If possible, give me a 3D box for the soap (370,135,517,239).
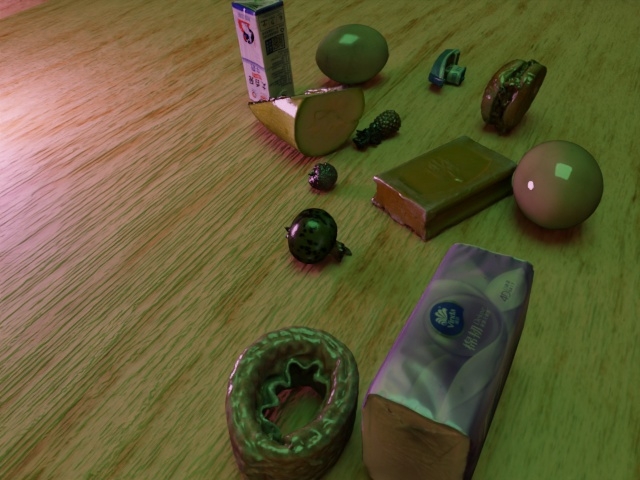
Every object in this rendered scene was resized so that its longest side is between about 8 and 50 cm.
[{"bbox_3d":[0.301,-0.137,1.328,0.315,0.091,0.199,-26,48,-24],"label":"soap"}]

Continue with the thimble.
[{"bbox_3d":[-0.041,0.257,0.847,0.196,0.148,0.229,3,44,2],"label":"thimble"}]

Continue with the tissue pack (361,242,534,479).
[{"bbox_3d":[0.197,0.194,0.835,0.160,0.242,0.338,18,44,22],"label":"tissue pack"}]

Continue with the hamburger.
[{"bbox_3d":[0.547,-0.422,1.566,0.122,0.189,0.215,31,62,23],"label":"hamburger"}]

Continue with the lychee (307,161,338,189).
[{"bbox_3d":[0.004,-0.160,1.379,0.083,0.068,0.067,0,-4,-23],"label":"lychee"}]

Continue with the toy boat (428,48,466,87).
[{"bbox_3d":[0.428,-0.560,1.809,0.102,0.088,0.215,21,45,19],"label":"toy boat"}]

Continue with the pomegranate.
[{"bbox_3d":[0.000,0.000,1.173,0.161,0.122,0.122,28,41,-11],"label":"pomegranate"}]

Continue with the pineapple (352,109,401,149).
[{"bbox_3d":[0.155,-0.309,1.549,0.159,0.074,0.074,-36,51,-24],"label":"pineapple"}]

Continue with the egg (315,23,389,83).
[{"bbox_3d":[0.104,-0.607,1.797,0.253,0.186,0.186,-10,41,-16],"label":"egg"}]

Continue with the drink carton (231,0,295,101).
[{"bbox_3d":[-0.168,-0.562,1.659,0.106,0.315,0.130,-31,49,-25],"label":"drink carton"}]

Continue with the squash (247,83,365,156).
[{"bbox_3d":[-0.065,-0.387,1.538,0.233,0.210,0.309,-20,49,-30],"label":"squash"}]

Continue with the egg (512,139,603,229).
[{"bbox_3d":[0.528,-0.128,1.234,0.186,0.186,0.242,7,33,10],"label":"egg"}]
